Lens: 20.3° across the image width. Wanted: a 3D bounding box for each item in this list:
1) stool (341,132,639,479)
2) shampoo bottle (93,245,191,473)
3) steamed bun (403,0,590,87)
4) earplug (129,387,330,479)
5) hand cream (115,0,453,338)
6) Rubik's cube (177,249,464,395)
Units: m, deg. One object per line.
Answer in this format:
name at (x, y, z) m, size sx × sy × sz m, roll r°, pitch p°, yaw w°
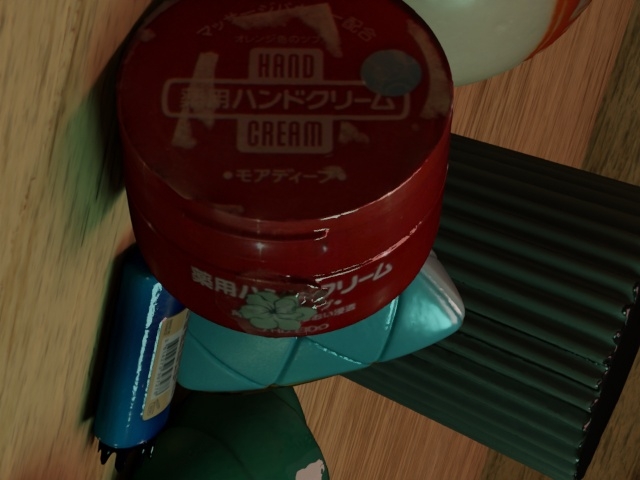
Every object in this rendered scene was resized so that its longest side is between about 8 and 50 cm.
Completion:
stool at (0.147, 0.043, 1.732) m, size 0.297 × 0.330 × 0.297 m, roll 21°, pitch 90°, yaw -75°
shampoo bottle at (-0.132, 0.089, 1.341) m, size 0.087 × 0.050 × 0.183 m, roll -46°, pitch 153°, yaw -62°
steamed bun at (0.126, -0.288, 1.391) m, size 0.374 × 0.241 × 0.374 m, roll 19°, pitch 90°, yaw -73°
earplug at (-0.086, 0.210, 1.561) m, size 0.257 × 0.164 × 0.280 m, roll -34°, pitch 177°, yaw 39°
hand cream at (-0.024, -0.059, 1.193) m, size 0.149 × 0.230 × 0.230 m, roll 93°, pitch 23°, yaw -57°
Rubik's cube at (0.000, 0.000, 1.378) m, size 0.254 × 0.254 × 0.254 m, roll 21°, pitch 90°, yaw -76°
